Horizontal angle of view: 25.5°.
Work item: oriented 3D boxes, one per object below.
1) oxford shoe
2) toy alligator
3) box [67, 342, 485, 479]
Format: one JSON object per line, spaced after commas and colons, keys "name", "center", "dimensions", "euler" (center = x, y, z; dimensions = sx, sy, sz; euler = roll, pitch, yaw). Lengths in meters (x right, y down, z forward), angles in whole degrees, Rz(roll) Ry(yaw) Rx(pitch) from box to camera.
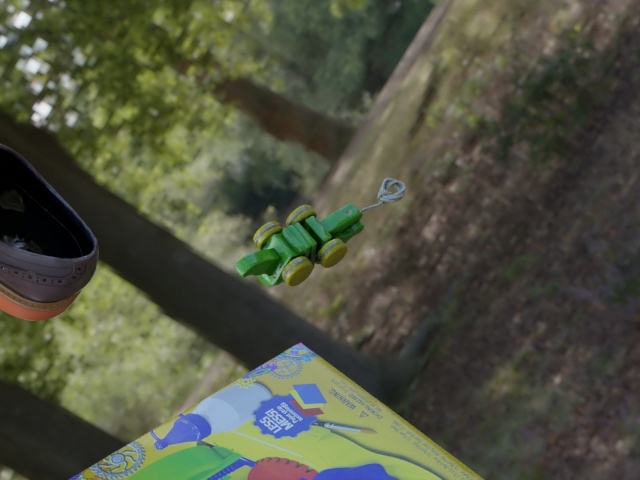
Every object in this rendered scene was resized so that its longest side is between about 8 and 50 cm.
{"name": "oxford shoe", "center": [-0.258, -0.059, 0.940], "dimensions": [0.098, 0.271, 0.097], "euler": [-39, 18, 56]}
{"name": "toy alligator", "center": [0.000, 0.000, 1.282], "dimensions": [0.190, 0.056, 0.051], "euler": [-27, -26, -29]}
{"name": "box", "center": [-0.022, 0.261, 0.935], "dimensions": [0.279, 0.290, 0.177], "euler": [-30, -47, -29]}
